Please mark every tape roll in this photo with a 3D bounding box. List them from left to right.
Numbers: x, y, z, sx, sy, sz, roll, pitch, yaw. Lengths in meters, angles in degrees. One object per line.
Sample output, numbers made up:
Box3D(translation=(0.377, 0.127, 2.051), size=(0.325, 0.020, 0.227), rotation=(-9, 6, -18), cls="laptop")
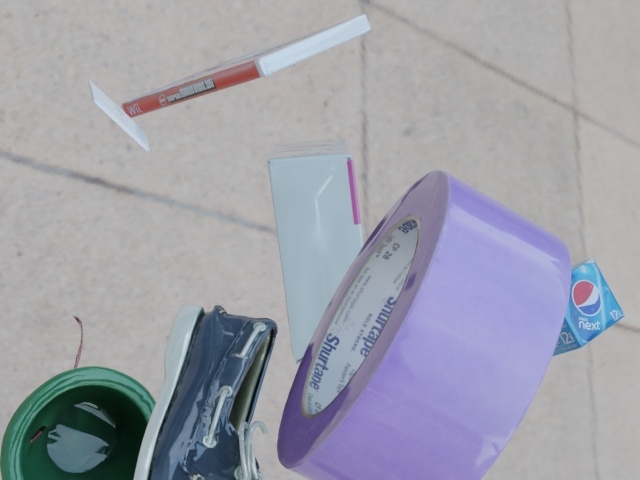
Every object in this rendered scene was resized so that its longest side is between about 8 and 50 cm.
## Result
Box3D(translation=(0.055, 0.060, 0.691), size=(0.080, 0.189, 0.189), rotation=(30, 53, -10), cls="tape roll")

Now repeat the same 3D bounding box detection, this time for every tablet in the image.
Box3D(translation=(-0.208, -0.129, 1.264), size=(0.083, 0.006, 0.054), rotation=(45, 10, -33), cls="tablet")

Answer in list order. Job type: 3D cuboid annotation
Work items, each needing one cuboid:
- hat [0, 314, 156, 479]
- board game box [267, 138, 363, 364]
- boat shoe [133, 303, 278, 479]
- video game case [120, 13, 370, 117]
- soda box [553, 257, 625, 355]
Box3D(translation=(-0.275, 0.218, 1.376), size=(0.208, 0.183, 0.173), rotation=(-45, 105, -19), cls="hat")
Box3D(translation=(0.000, 0.000, 1.426), size=(0.303, 0.097, 0.224), rotation=(-103, -173, -82), cls="board game box")
Box3D(translation=(-0.074, 0.147, 0.812), size=(0.254, 0.079, 0.095), rotation=(-83, 176, -50), cls="boat shoe")
Box3D(translation=(-0.099, -0.222, 1.572), size=(0.204, 0.285, 0.025), rotation=(-31, 105, -42), cls="video game case")
Box3D(translation=(0.202, 0.085, 1.232), size=(0.071, 0.210, 0.067), rotation=(-29, 89, -33), cls="soda box")
